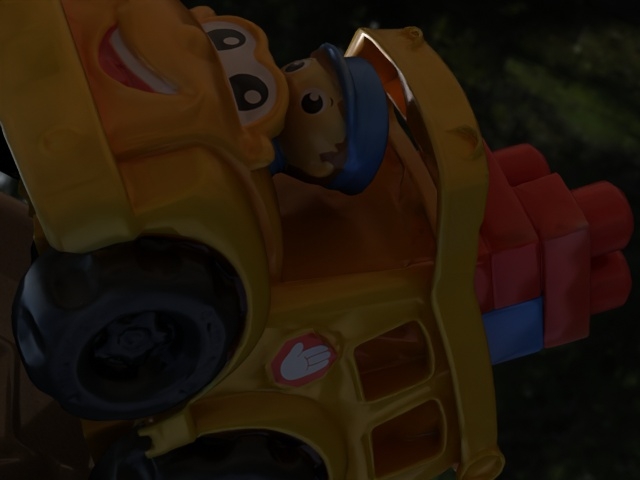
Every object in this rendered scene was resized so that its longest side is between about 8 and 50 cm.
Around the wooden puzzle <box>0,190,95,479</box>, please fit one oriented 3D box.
[{"bbox_3d":[-0.113,0.144,0.648,0.322,0.080,0.348,27,-140,-30],"label":"wooden puzzle"}]

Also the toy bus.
[{"bbox_3d":[0.000,0.000,0.609,0.220,0.211,0.149,76,175,-46],"label":"toy bus"}]
